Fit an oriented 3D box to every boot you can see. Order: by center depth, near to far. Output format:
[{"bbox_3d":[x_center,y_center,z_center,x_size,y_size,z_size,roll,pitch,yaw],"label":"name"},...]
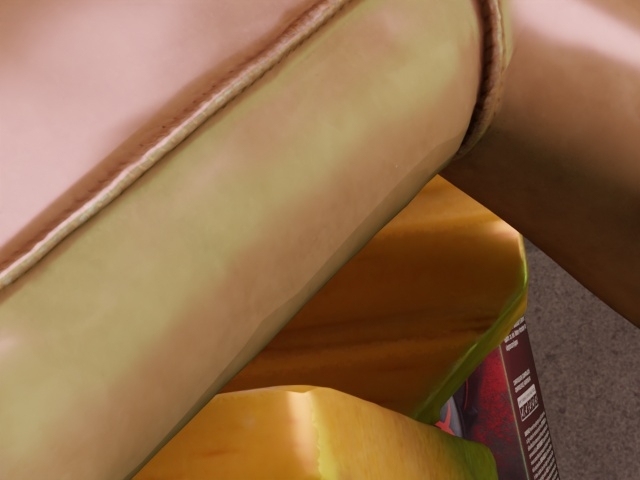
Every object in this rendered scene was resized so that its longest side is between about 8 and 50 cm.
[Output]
[{"bbox_3d":[0.000,0.000,0.431,0.236,0.089,0.269,46,46,4],"label":"boot"}]

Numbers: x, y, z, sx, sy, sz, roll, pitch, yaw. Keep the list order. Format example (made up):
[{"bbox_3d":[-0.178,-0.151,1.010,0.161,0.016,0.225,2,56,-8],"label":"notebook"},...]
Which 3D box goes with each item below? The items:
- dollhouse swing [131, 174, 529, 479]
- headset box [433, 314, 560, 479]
[{"bbox_3d":[-0.117,-0.101,0.477,0.305,0.315,0.347,76,6,-70],"label":"dollhouse swing"},{"bbox_3d":[-0.017,0.046,0.873,0.110,0.218,0.293,-8,87,-78],"label":"headset box"}]
